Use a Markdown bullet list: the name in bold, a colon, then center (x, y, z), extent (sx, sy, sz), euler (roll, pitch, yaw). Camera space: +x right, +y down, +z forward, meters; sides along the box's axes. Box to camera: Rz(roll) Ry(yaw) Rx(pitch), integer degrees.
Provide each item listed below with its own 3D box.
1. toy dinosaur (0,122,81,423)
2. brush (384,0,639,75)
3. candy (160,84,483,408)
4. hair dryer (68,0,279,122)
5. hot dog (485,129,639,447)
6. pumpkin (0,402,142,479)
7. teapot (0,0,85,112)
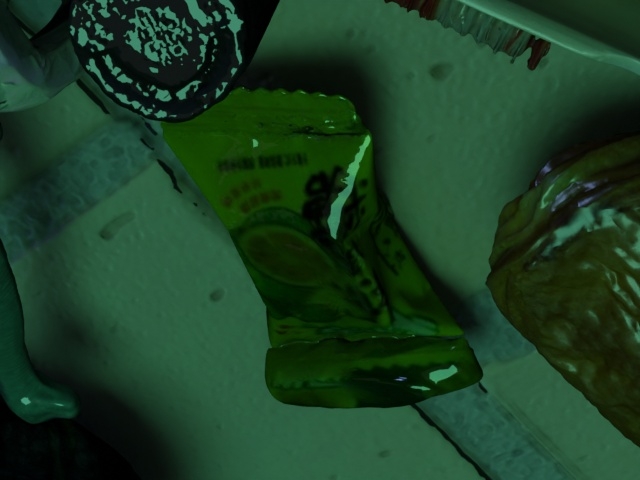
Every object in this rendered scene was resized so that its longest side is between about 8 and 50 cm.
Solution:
- **toy dinosaur**: center (-0.317, -0.024, 1.078), extent (0.383, 0.129, 0.331), euler (18, 142, 0)
- **brush**: center (0.154, -0.108, 0.966), extent (0.321, 0.060, 0.050), euler (23, 144, -1)
- **candy**: center (0.000, 0.000, 1.096), extent (0.149, 0.069, 0.246), euler (-4, 132, 27)
- **hair dryer**: center (-0.070, -0.213, 0.861), extent (0.089, 0.197, 0.251), euler (-2, 123, 19)
- **hot dog**: center (0.217, 0.045, 1.030), extent (0.272, 0.122, 0.196), euler (41, 127, -12)
- **pumpkin**: center (-0.255, 0.247, 1.277), extent (0.315, 0.238, 0.315), euler (-6, 133, -6)
- **teapot**: center (-0.196, -0.178, 0.937), extent (0.163, 0.178, 0.221), euler (8, 131, 12)
